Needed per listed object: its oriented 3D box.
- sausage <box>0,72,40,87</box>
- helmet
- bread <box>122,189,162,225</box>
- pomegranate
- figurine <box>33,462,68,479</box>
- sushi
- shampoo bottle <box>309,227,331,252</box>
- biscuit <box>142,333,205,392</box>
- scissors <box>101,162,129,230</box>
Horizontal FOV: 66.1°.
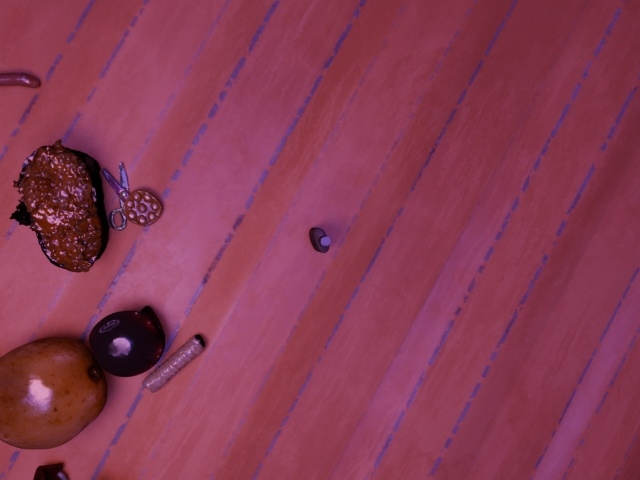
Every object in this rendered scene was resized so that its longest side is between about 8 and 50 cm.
[{"bbox_3d":[-0.882,-0.443,1.363,0.187,0.043,0.043,-6,94,-10],"label":"sausage"},{"bbox_3d":[-0.544,0.288,1.397,0.189,0.193,0.216,-28,139,-7],"label":"helmet"},{"bbox_3d":[-0.520,-0.095,1.438,0.110,0.024,0.109,-1,96,-14],"label":"bread"},{"bbox_3d":[-0.726,0.405,1.317,0.308,0.307,0.307,0,93,-11],"label":"pomegranate"},{"bbox_3d":[-0.712,0.765,1.393,0.339,0.204,0.283,-15,77,-8],"label":"figurine"},{"bbox_3d":[-0.708,-0.083,1.332,0.235,0.207,0.348,-12,100,-14],"label":"sushi"},{"bbox_3d":[0.000,0.000,1.484,0.040,0.165,0.079,-18,96,-9],"label":"shampoo bottle"},{"bbox_3d":[-0.437,0.372,1.477,0.219,0.055,0.061,-40,128,-7],"label":"biscuit"},{"bbox_3d":[-0.578,-0.131,1.444,0.134,0.020,0.187,-21,99,-11],"label":"scissors"}]
